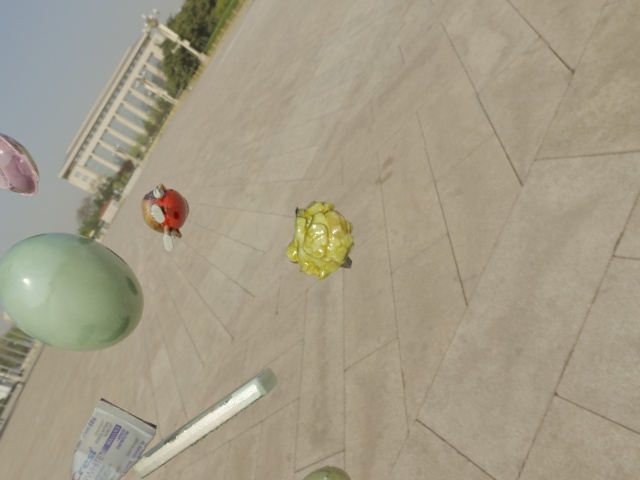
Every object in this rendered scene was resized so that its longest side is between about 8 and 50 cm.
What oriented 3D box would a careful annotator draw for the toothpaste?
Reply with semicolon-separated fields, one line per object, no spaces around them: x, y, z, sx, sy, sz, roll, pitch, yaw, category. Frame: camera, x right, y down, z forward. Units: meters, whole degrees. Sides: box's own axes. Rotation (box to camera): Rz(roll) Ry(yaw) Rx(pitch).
-0.393;0.397;0.792;0.282;0.099;0.068;-54;38;25;toothpaste

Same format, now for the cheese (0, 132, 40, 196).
-0.762;-0.186;1.028;0.285;0.189;0.074;10;41;27;cheese

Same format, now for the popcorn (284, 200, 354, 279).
0.000;0.000;1.418;0.286;0.215;0.252;123;157;-86;popcorn

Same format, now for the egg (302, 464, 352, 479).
0.008;0.755;1.268;0.201;0.164;0.164;-33;17;-20;egg

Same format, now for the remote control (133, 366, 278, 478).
-0.252;0.410;1.002;0.344;0.050;0.145;-35;-8;3;remote control

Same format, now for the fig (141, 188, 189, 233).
-0.556;-0.102;1.566;0.159;0.159;0.257;-64;15;-9;fig

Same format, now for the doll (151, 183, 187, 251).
-0.466;-0.089;1.340;0.085;0.183;0.217;-8;34;2;doll

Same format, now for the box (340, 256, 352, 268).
0.062;0.060;1.637;0.091;0.126;0.031;4;60;38;box

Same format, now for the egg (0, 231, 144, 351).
-0.460;0.100;0.826;0.202;0.283;0.203;-11;55;16;egg
